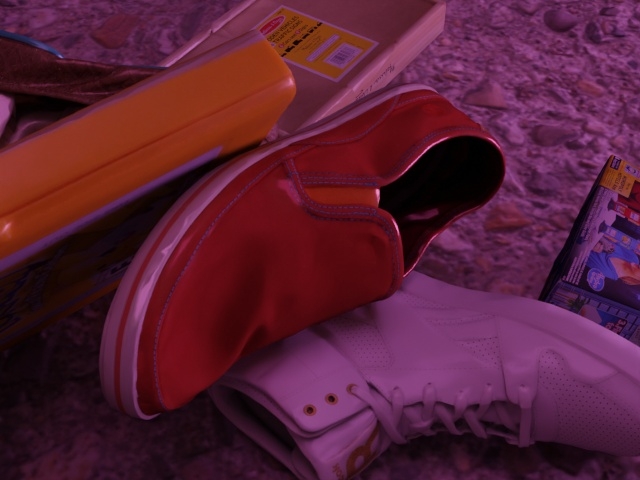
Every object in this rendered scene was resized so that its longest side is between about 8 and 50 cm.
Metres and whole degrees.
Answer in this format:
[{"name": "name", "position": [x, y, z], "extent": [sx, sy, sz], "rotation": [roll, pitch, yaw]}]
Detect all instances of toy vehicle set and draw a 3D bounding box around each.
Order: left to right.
[{"name": "toy vehicle set", "position": [-0.018, -0.179, 0.997], "extent": [0.166, 0.035, 0.267], "rotation": [27, 50, 23]}]

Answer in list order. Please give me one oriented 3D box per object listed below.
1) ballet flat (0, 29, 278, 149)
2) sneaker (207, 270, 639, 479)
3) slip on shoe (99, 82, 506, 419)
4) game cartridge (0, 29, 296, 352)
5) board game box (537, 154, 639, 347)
[{"name": "ballet flat", "position": [-0.206, -0.093, 0.869], "extent": [0.342, 0.116, 0.124], "rotation": [12, 66, 10]}, {"name": "sneaker", "position": [0.068, 0.111, 0.673], "extent": [0.292, 0.108, 0.169], "rotation": [17, 48, 28]}, {"name": "slip on shoe", "position": [0.000, 0.000, 0.653], "extent": [0.101, 0.123, 0.331], "rotation": [27, 46, 33]}, {"name": "game cartridge", "position": [-0.189, 0.018, 0.641], "extent": [0.323, 0.285, 0.053], "rotation": [-34, 85, -29]}, {"name": "board game box", "position": [0.265, 0.045, 0.751], "extent": [0.194, 0.060, 0.194], "rotation": [30, 39, 8]}]
